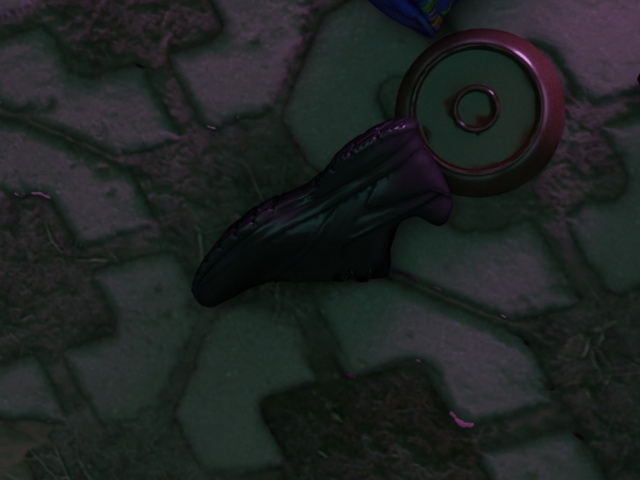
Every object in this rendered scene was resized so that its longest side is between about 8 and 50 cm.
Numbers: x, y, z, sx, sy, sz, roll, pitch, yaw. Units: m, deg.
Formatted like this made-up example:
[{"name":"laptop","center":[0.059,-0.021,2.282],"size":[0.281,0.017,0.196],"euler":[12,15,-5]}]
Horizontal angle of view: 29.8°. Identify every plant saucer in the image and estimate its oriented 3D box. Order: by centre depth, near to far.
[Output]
[{"name":"plant saucer","center":[0.153,-0.127,1.178],"size":[0.169,0.029,0.168],"euler":[0,89,14]}]

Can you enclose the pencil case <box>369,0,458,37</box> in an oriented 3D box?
[{"name":"pencil case","center":[0.156,-0.336,1.132],"size":[0.119,0.133,0.306],"euler":[38,100,-21]}]

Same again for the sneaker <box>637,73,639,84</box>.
[{"name":"sneaker","center":[0.354,-0.186,1.101],"size":[0.132,0.086,0.228],"euler":[-9,87,16]}]

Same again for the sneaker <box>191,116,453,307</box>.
[{"name":"sneaker","center":[0.000,0.000,1.178],"size":[0.286,0.109,0.130],"euler":[-32,99,18]}]
